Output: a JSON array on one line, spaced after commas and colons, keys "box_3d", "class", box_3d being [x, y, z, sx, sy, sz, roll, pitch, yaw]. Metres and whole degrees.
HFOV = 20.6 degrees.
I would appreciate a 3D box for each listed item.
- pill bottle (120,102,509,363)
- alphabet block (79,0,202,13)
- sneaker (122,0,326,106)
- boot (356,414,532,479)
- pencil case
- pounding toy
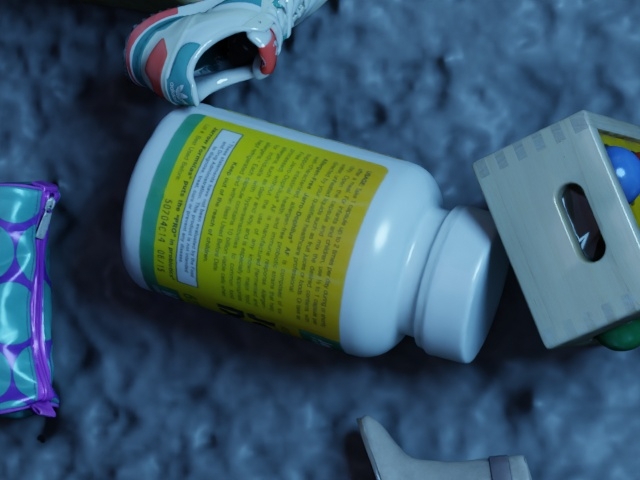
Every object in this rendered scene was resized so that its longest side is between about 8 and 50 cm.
[{"box_3d": [0.000, 0.000, 1.023, 0.208, 0.117, 0.117, 17, 89, 16], "class": "pill bottle"}, {"box_3d": [-0.157, -0.254, 1.053, 0.193, 0.197, 0.192, 13, 88, 17], "class": "alphabet block"}, {"box_3d": [-0.034, -0.126, 1.045, 0.161, 0.057, 0.075, -32, 43, -21], "class": "sneaker"}, {"box_3d": [0.080, 0.144, 1.029, 0.087, 0.042, 0.118, -22, 80, 6], "class": "boot"}, {"box_3d": [-0.195, 0.036, 1.100, 0.070, 0.064, 0.151, -5, 83, 31], "class": "pencil case"}, {"box_3d": [0.174, 0.004, 0.978, 0.100, 0.130, 0.141, -26, 77, 24], "class": "pounding toy"}]
